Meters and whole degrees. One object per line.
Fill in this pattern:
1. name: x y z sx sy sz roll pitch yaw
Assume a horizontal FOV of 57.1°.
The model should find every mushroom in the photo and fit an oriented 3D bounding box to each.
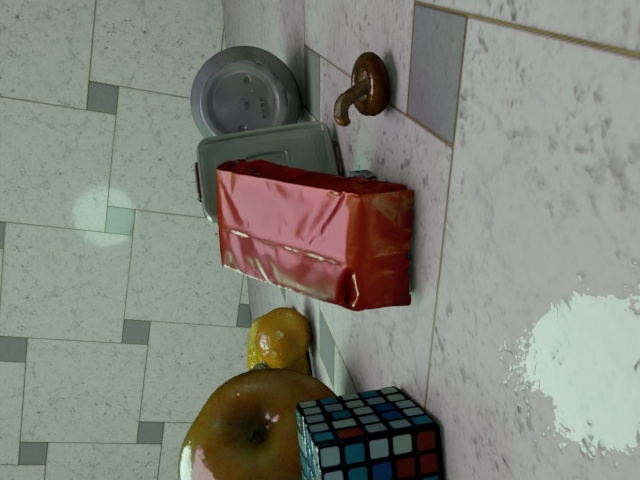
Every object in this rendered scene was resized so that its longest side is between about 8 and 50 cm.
1. mushroom: 0.065 -0.213 0.875 0.088 0.073 0.129 -16 46 63

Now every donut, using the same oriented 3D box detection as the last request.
1. donut: -0.149 0.411 1.949 0.435 0.164 0.377 -143 49 -73

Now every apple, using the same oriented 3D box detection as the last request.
1. apple: -0.106 0.458 1.244 0.400 0.401 0.333 -120 5 -60

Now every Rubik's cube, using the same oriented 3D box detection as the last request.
1. Rubik's cube: 0.072 0.347 0.898 0.184 0.187 0.182 -165 68 -79

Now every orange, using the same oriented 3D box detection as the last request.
1. orange: -0.106 0.280 1.697 0.155 0.177 0.177 19 129 25

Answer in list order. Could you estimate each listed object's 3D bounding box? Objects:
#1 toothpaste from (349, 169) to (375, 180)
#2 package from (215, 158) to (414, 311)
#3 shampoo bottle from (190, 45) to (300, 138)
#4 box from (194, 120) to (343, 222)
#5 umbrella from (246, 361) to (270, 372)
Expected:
1. toothpaste: 0.072 -0.025 1.036 0.047 0.040 0.196 -128 34 -59
2. package: -0.038 -0.022 0.962 0.424 0.123 0.195 17 113 40
3. shampoo bottle: -0.187 -0.350 1.492 0.266 0.273 0.272 -105 12 -72
4. box: -0.104 -0.118 1.242 0.167 0.294 0.193 87 174 -71
5. umbrella: -0.091 0.466 1.600 0.358 0.106 0.113 32 135 42
